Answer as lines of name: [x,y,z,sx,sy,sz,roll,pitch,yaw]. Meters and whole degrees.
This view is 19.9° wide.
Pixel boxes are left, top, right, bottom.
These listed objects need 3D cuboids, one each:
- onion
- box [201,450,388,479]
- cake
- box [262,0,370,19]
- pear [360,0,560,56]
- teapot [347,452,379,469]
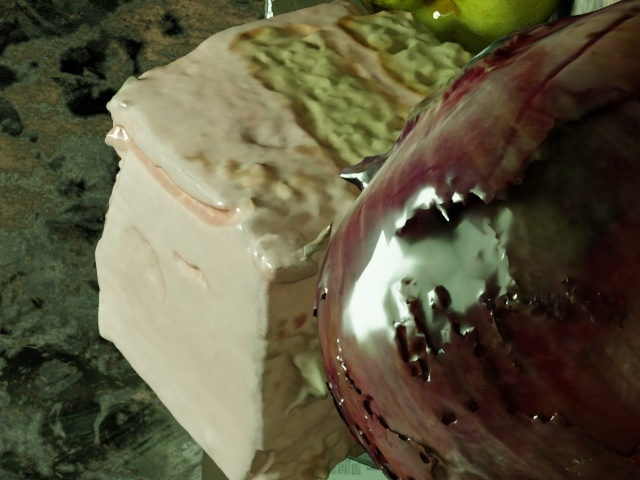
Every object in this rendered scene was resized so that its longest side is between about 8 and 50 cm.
onion: [0.122,0.016,0.697,0.252,0.219,0.252,-44,2,2]
box: [0.019,0.249,2.079,0.216,0.301,0.301,123,154,-70]
cake: [0.000,0.000,1.486,0.293,0.307,0.314,39,141,37]
box: [0.068,-0.216,2.061,0.184,0.273,0.143,-86,-1,-83]
pear: [0.124,-0.259,1.578,0.197,0.197,0.197,-174,90,-89]
teapot: [0.057,0.083,1.878,0.239,0.239,0.321,-92,9,-73]
